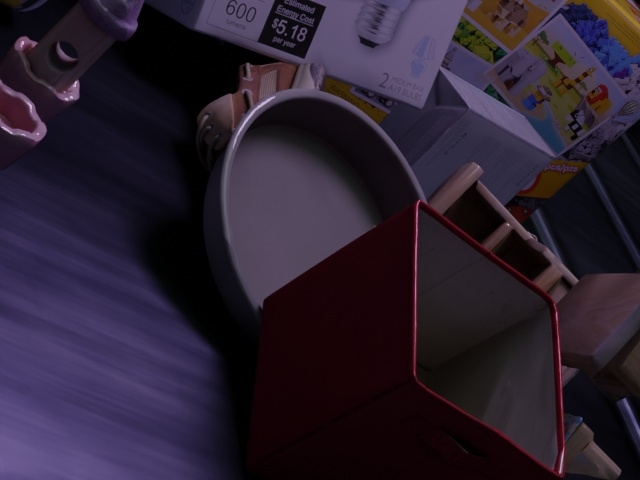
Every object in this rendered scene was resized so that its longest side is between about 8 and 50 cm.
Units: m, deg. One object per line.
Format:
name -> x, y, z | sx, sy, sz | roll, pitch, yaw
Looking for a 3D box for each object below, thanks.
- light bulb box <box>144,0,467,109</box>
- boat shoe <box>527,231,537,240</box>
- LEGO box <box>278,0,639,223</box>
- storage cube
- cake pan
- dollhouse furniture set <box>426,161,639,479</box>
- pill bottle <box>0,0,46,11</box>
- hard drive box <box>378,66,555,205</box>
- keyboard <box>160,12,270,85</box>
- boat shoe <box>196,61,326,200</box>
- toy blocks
light bulb box -> 0.005, -0.392, 1.792 | 0.357, 0.361, 0.225 | 14, 13, -37
boat shoe -> 0.300, -0.001, 2.288 | 0.035, 0.035, 0.100 | 56, 21, 23
LEGO box -> 0.218, -0.297, 2.191 | 0.500, 0.372, 0.193 | 35, 23, -30
storage cube -> 0.073, 0.119, 1.277 | 0.183, 0.193, 0.215 | 34, 40, -30
cake pan -> 0.000, 0.000, 1.459 | 0.293, 0.054, 0.293 | 19, 62, -40
dollhouse furniture set -> 0.229, 0.055, 1.583 | 0.256, 0.362, 0.394 | 45, -9, -6
pill bottle -> -0.336, -0.302, 1.457 | 0.184, 0.103, 0.103 | 26, 28, -44
hard drive box -> 0.175, -0.109, 2.026 | 0.232, 0.181, 0.089 | 22, 29, -51
keyboard -> -0.137, -0.255, 1.906 | 0.192, 0.038, 0.100 | 45, 43, -9
boat shoe -> -0.076, -0.093, 1.607 | 0.116, 0.123, 0.324 | 12, 31, 4
toy blocks -> -0.277, -0.220, 1.183 | 0.288, 0.260, 0.309 | 43, 20, -8
